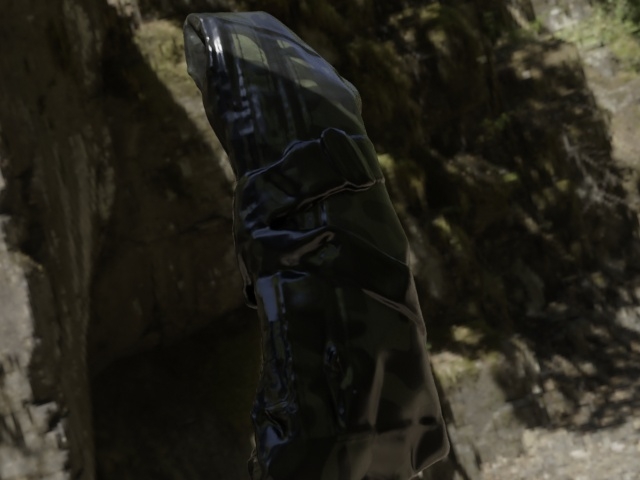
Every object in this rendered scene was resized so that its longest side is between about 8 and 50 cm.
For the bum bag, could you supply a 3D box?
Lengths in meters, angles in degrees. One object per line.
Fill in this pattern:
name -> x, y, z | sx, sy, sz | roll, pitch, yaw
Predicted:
bum bag -> 0.000, 0.000, 0.574 | 0.144, 0.341, 0.095 | 11, -36, -37
